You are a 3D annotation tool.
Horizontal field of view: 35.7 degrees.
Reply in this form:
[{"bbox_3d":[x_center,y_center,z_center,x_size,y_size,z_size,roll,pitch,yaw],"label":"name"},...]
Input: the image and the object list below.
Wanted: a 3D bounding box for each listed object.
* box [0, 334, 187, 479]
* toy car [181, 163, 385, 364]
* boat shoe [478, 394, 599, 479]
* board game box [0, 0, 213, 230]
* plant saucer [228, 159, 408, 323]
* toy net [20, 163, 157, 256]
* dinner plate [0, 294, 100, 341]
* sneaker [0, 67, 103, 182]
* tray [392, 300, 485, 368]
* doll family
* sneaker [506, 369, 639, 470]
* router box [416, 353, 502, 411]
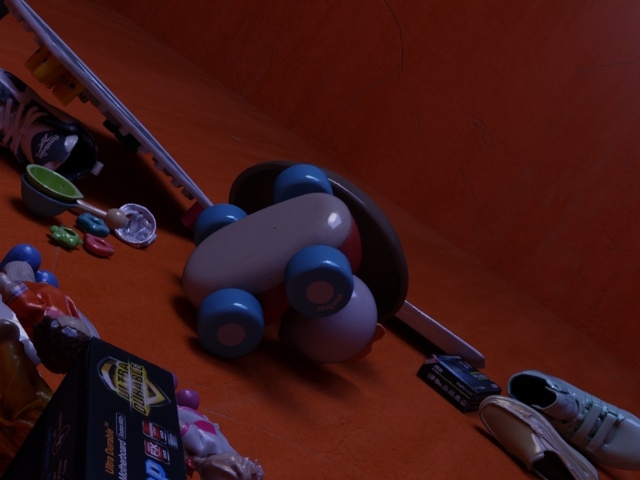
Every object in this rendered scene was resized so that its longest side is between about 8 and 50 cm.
[{"bbox_3d":[-0.118,0.162,0.413,0.051,0.175,0.220,29,12,-20],"label":"box"},{"bbox_3d":[-0.023,0.078,1.168,0.238,0.210,0.219,59,10,-32],"label":"toy car"},{"bbox_3d":[0.290,0.281,1.335,0.190,0.068,0.072,35,23,13],"label":"boat shoe"},{"bbox_3d":[-0.322,-0.195,1.437,0.390,0.050,0.390,49,-3,-42],"label":"board game box"},{"bbox_3d":[0.000,0.000,1.326,0.278,0.278,0.041,34,54,8],"label":"plant saucer"},{"bbox_3d":[-0.256,-0.027,1.197,0.122,0.045,0.232,38,12,27],"label":"toy net"},{"bbox_3d":[-0.258,0.060,0.894,0.141,0.017,0.141,32,10,-6],"label":"dinner plate"},{"bbox_3d":[-0.371,-0.141,1.245,0.235,0.094,0.153,37,-3,-38],"label":"sneaker"},{"bbox_3d":[0.150,0.129,1.620,0.270,0.030,0.145,35,-6,16],"label":"tray"},{"bbox_3d":[-0.154,0.133,0.686,0.263,0.118,0.163,47,-5,-33],"label":"doll family"},{"bbox_3d":[0.400,0.282,1.535,0.256,0.094,0.151,27,2,24],"label":"sneaker"},{"bbox_3d":[0.207,0.209,1.471,0.092,0.038,0.122,38,12,25],"label":"router box"}]
